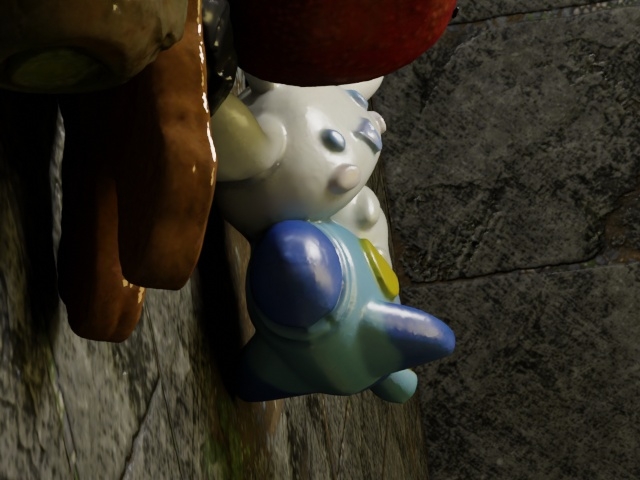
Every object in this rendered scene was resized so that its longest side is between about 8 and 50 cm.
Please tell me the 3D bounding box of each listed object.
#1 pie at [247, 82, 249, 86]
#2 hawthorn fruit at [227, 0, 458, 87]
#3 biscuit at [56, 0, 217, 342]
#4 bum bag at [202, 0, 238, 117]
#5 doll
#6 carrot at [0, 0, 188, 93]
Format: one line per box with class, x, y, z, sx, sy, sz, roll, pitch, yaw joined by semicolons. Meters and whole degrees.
pie;-0.044;-0.129;1.858;0.187;0.041;0.187;-7;90;-83
hawthorn fruit;0.032;-0.224;1.329;0.210;0.266;0.230;-92;-167;-76
biscuit;-0.105;-0.112;0.977;0.202;0.047;0.334;136;-47;-56
bum bag;-0.116;-0.245;1.202;0.144;0.095;0.340;-41;128;-70
doll;0.007;-0.001;1.494;0.376;0.187;0.365;-25;104;-48
carrot;-0.142;-0.218;0.868;0.138;0.139;0.302;65;11;-67
